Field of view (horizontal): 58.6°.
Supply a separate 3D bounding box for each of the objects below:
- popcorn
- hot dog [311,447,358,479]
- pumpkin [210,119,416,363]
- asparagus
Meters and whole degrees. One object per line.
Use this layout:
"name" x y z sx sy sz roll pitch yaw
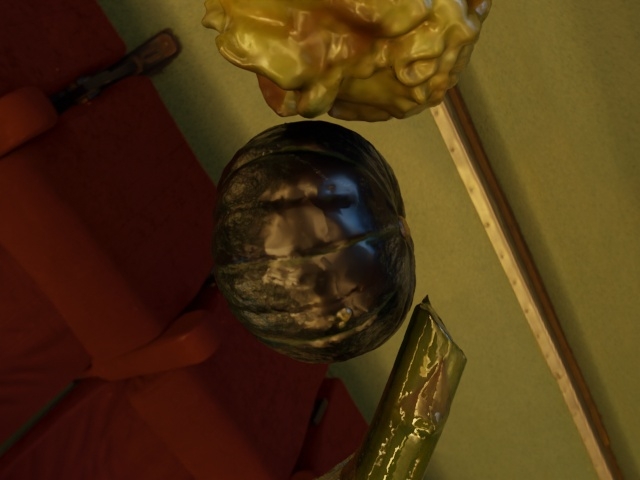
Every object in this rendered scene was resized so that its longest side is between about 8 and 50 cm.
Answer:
"popcorn" 0.023 -0.226 0.527 0.258 0.223 0.270 1 147 -14
"hot dog" 0.058 0.283 0.647 0.073 0.243 0.084 15 102 34
"pumpkin" 0.000 0.000 0.514 0.162 0.220 0.220 -8 117 17
"asparagus" 0.060 0.183 0.474 0.060 0.067 0.277 11 105 -36
